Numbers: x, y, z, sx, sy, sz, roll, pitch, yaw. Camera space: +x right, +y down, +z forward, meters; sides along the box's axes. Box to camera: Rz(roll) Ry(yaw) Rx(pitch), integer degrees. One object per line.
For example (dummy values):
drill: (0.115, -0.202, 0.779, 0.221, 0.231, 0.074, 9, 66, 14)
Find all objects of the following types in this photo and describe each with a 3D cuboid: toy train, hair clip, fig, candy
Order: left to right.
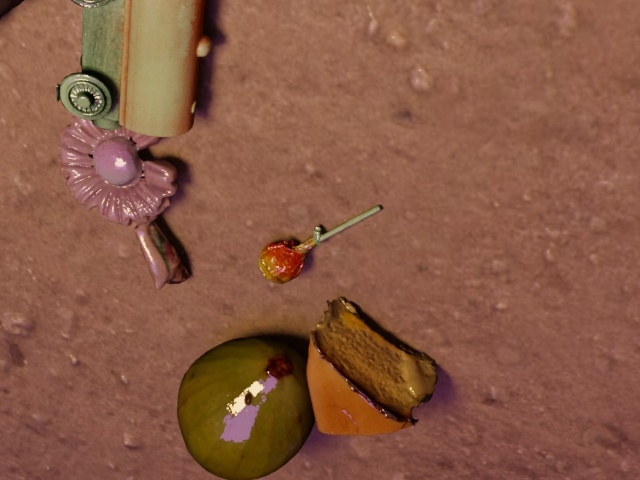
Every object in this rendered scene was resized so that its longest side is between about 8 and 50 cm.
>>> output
hair clip: (-0.255, -0.047, 1.423, 0.173, 0.069, 0.300, -8, 121, 20)
toy train: (-0.216, -0.249, 1.236, 0.177, 0.116, 0.285, 12, 127, 0)
fig: (-0.102, 0.229, 1.476, 0.203, 0.203, 0.225, 30, 145, 0)
candy: (0.000, 0.000, 1.373, 0.201, 0.060, 0.060, -30, 110, 27)

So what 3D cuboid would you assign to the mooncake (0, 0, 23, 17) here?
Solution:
mooncake: (-0.473, -0.353, 1.254, 0.245, 0.133, 0.245, 17, 132, 20)

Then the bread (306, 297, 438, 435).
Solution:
bread: (0.071, 0.178, 1.415, 0.160, 0.140, 0.169, 8, 127, 25)
